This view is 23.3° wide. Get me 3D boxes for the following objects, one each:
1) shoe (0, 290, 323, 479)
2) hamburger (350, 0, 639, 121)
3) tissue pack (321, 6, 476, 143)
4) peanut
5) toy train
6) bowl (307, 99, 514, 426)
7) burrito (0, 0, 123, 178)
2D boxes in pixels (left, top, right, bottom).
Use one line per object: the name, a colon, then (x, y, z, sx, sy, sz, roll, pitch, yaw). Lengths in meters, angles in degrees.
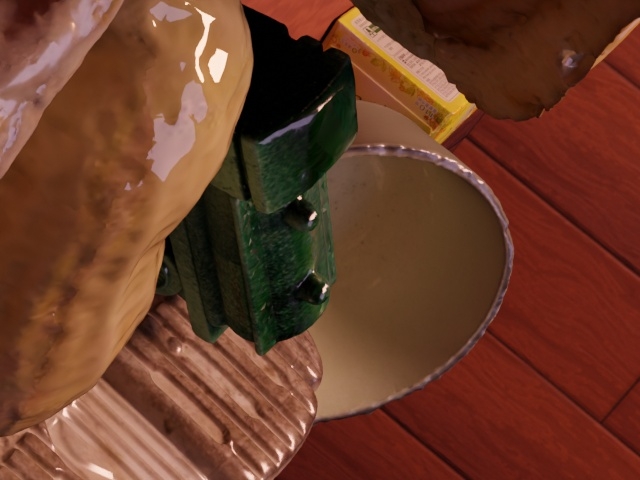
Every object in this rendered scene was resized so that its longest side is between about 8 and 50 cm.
shoe: (-0.142, 0.139, 0.646, 0.198, 0.172, 0.351, -46, 175, 37)
hamburger: (0.089, -0.182, 0.447, 0.209, 0.162, 0.330, -52, 172, -15)
tissue pack: (0.068, -0.122, 1.028, 0.062, 0.095, 0.176, -54, 175, 37)
peanut: (-0.083, -0.016, 0.495, 0.098, 0.090, 0.214, -18, 154, -39)
toy train: (-0.039, -0.022, 0.596, 0.071, 0.111, 0.170, -45, 151, -27)
bowl: (0.000, 0.000, 0.927, 0.211, 0.211, 0.112, -53, -147, 24)
burrito: (-0.123, -0.008, 0.380, 0.275, 0.059, 0.082, -52, -146, 1)
